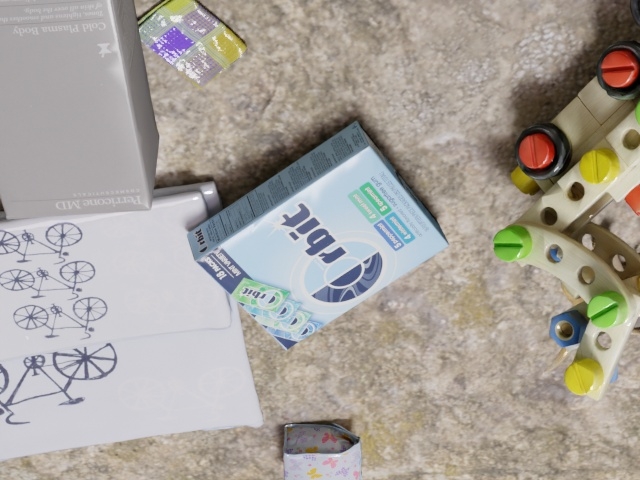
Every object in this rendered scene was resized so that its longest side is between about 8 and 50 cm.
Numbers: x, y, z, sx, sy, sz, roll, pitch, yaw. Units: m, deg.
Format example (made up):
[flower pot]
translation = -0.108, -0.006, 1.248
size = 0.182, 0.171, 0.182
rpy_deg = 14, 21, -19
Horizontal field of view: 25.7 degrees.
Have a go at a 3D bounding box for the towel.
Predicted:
[towel]
translation = -0.105, -0.161, 1.133
size = 0.060, 0.009, 0.083
rpy_deg = -32, 130, 22

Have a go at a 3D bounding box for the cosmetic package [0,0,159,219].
[cosmetic package]
translation = -0.202, -0.133, 1.080
size = 0.127, 0.107, 0.238
rpy_deg = -5, 132, 2

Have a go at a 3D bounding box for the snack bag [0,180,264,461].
[snack bag]
translation = -0.233, 0.097, 1.341
size = 0.323, 0.037, 0.342
rpy_deg = -9, 133, -1

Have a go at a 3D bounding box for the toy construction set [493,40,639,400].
[toy construction set]
translation = 0.282, -0.041, 1.174
size = 0.328, 0.215, 0.151
rpy_deg = -41, 162, 18

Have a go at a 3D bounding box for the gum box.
[gum box]
translation = 0.000, 0.000, 1.261
size = 0.184, 0.041, 0.157
rpy_deg = -32, 133, 10

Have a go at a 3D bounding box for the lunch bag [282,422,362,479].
[lunch bag]
translation = 0.003, 0.234, 1.506
size = 0.083, 0.053, 0.071
rpy_deg = 1, 132, 4

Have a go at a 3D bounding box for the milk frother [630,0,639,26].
[milk frother]
translation = 0.307, -0.160, 1.038
size = 0.143, 0.129, 0.135
rpy_deg = 12, 171, 3

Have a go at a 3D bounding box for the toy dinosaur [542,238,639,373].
[toy dinosaur]
translation = 0.282, 0.059, 1.390
size = 0.093, 0.053, 0.183
rpy_deg = 13, 127, 1
